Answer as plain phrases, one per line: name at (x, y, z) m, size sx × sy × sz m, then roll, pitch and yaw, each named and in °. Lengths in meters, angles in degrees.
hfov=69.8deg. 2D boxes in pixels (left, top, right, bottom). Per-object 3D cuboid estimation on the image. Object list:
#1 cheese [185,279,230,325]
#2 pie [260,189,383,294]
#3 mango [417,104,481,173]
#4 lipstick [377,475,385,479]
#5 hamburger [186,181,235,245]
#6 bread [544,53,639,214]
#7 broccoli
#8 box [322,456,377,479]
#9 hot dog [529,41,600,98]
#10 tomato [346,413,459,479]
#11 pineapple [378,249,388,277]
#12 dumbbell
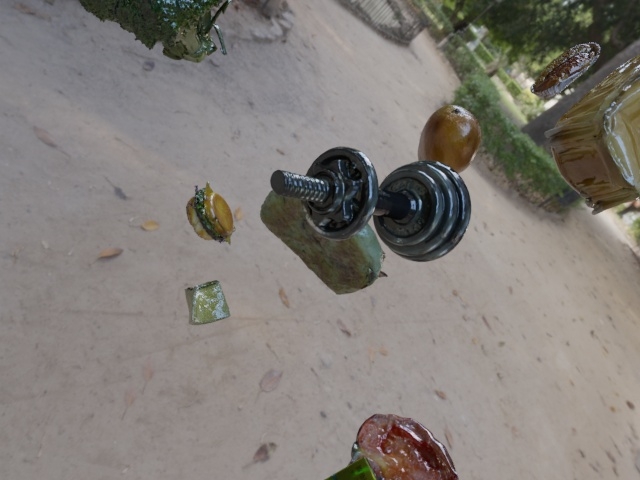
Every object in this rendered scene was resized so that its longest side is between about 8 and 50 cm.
cheese at (-0.169, 0.088, 0.641) m, size 0.084 × 0.041 × 0.060 m, roll 11°, pitch 60°, yaw -72°
pie at (0.000, 0.000, 0.781) m, size 0.240 × 0.240 × 0.054 m, roll 47°, pitch 59°, yaw -8°
mango at (0.212, -0.165, 0.775) m, size 0.089 × 0.115 × 0.165 m, roll 4°, pitch 5°, yaw -1°
lipstick at (0.088, 0.422, 0.680) m, size 0.027 × 0.027 × 0.176 m, roll 48°, pitch 17°, yaw -5°
hamburger at (-0.316, -0.065, 1.318) m, size 0.164 × 0.093 × 0.190 m, roll -96°, pitch 161°, yaw -49°
bread at (0.404, -0.151, 0.571) m, size 0.136 × 0.241 × 0.107 m, roll 55°, pitch -11°, yaw -9°
broccoli at (-0.269, -0.468, 0.849) m, size 0.304 × 0.321 × 0.283 m, roll 47°, pitch -13°, yaw 25°
box at (0.024, 0.489, 0.811) m, size 0.121 × 0.193 × 0.030 m, roll 60°, pitch -1°, yaw 37°
hot dog at (0.607, -0.425, 1.143) m, size 0.053 × 0.192 × 0.099 m, roll 51°, pitch 2°, yaw -26°
tomato at (0.203, 0.618, 1.179) m, size 0.309 × 0.308 × 0.170 m, roll -90°, pitch 177°, yaw -47°
pineapple at (0.044, 0.033, 1.231) m, size 0.158 × 0.161 × 0.334 m, roll 8°, pitch 25°, yaw -33°
dumbbell at (0.051, -0.037, 0.428) m, size 0.254 × 0.110 × 0.110 m, roll 6°, pitch 52°, yaw -49°
